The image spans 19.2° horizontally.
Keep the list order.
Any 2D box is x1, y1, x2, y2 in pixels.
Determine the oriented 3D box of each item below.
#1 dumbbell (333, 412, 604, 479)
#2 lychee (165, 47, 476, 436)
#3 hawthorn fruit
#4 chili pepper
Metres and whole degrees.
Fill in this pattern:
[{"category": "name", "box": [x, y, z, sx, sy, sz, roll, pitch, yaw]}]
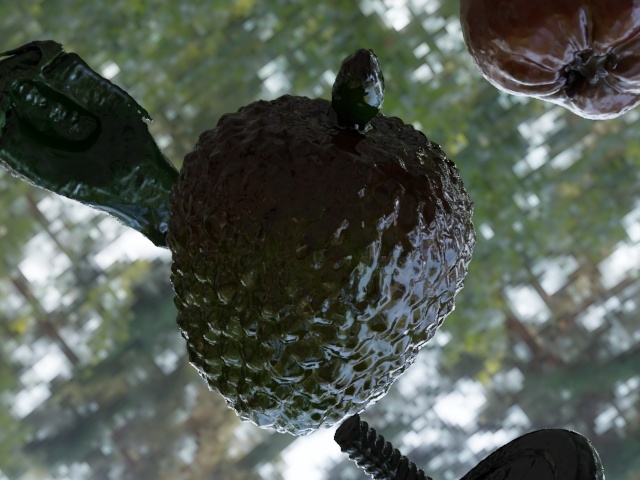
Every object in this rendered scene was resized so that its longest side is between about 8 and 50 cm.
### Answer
[{"category": "dumbbell", "box": [0.059, 0.090, 0.442, 0.069, 0.147, 0.069, -44, -164, 16]}, {"category": "lychee", "box": [0.000, 0.000, 0.680, 0.114, 0.114, 0.146, -99, -158, -74]}, {"category": "hawthorn fruit", "box": [0.141, -0.143, 1.035, 0.133, 0.133, 0.138, -27, -133, 37]}, {"category": "chili pepper", "box": [-0.172, -0.060, 1.400, 0.108, 0.216, 0.062, -55, -176, -25]}]
